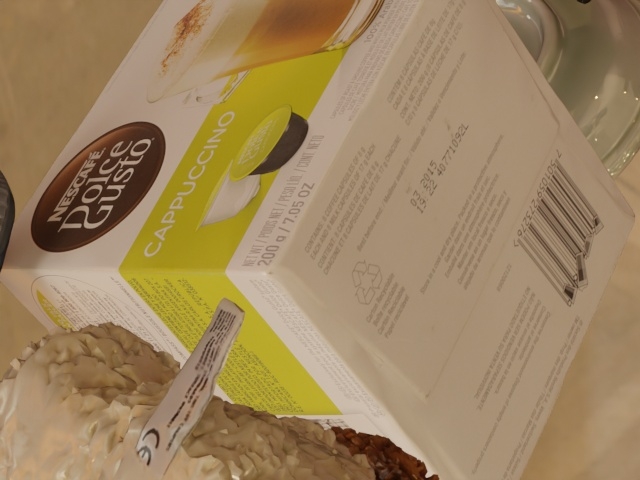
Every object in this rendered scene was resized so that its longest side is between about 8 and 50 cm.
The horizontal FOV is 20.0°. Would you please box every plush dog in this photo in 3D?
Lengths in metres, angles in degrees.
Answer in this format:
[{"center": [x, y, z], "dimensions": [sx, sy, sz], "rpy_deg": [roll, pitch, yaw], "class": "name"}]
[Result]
[{"center": [0.000, 0.155, 0.734], "dimensions": [0.211, 0.262, 0.225], "rpy_deg": [-24, 146, 34], "class": "plush dog"}]

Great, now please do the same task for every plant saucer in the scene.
[{"center": [0.168, -0.168, 1.957], "dimensions": [0.400, 0.400, 0.100], "rpy_deg": [-28, 134, 9], "class": "plant saucer"}]

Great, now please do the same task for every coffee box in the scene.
[{"center": [0.000, 0.000, 1.515], "dimensions": [0.334, 0.337, 0.338], "rpy_deg": [0, 141, 43], "class": "coffee box"}]

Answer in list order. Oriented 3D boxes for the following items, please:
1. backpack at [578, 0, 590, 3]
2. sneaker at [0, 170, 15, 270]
[{"center": [0.301, -0.463, 1.773], "dimensions": [0.355, 0.273, 0.290], "rpy_deg": [-37, 139, 2], "class": "backpack"}, {"center": [-0.322, 0.085, 1.432], "dimensions": [0.112, 0.131, 0.319], "rpy_deg": [25, 88, 13], "class": "sneaker"}]
